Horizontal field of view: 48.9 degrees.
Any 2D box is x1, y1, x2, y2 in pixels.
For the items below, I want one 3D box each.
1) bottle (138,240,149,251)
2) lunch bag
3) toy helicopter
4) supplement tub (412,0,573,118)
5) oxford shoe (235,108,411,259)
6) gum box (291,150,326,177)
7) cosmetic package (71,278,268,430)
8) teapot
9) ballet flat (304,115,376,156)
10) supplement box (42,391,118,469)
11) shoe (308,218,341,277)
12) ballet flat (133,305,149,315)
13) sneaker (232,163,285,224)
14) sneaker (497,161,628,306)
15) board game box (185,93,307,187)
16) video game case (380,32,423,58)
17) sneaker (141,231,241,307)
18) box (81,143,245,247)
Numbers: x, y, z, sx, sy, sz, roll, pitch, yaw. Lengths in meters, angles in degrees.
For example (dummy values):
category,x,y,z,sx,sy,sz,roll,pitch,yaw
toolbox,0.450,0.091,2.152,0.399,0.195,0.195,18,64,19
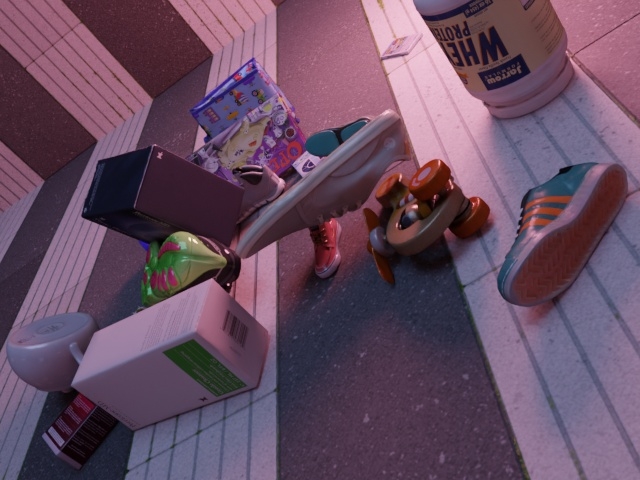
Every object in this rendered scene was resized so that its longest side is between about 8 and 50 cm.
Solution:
category,x,y,z,sx,sy,sz,roll,pitch,yaw
bottle,-0.416,-0.064,2.115,0.283,0.092,0.118,-45,32,-7
lunch bag,-0.252,-0.393,2.235,0.293,0.221,0.138,-35,29,10
toy helicopter,0.169,-0.056,1.418,0.235,0.140,0.355,-48,18,7
supplement tub,0.365,-0.440,1.459,0.235,0.325,0.235,-29,31,20
oxford shoe,0.012,-0.094,1.476,0.449,0.130,0.169,-39,7,0
gum box,0.016,-0.211,1.855,0.157,0.041,0.184,-39,30,1
cosmetic package,-0.314,0.246,1.475,0.365,0.197,0.155,-27,33,28
teapot,-0.681,0.314,1.842,0.252,0.187,0.256,-9,16,2
ballet flat,0.060,-0.263,1.784,0.213,0.072,0.068,-14,10,34
supplement box,-0.529,0.398,1.648,0.239,0.073,0.130,-52,32,-17
shoe,0.000,0.000,1.548,0.063,0.081,0.178,-26,33,26
ballet flat,-0.440,0.247,1.742,0.091,0.077,0.241,-37,30,7
sneaker,-0.221,-0.137,1.942,0.229,0.132,0.086,-33,30,13
sneaker,0.362,-0.013,1.123,0.302,0.108,0.121,-44,27,-21
board game box,-0.208,-0.241,2.024,0.347,0.208,0.056,-32,-9,16
video game case,0.244,-0.587,2.123,0.122,0.011,0.087,6,54,53
sneaker,-0.327,0.088,1.755,0.483,0.202,0.185,173,106,-66
box,-0.415,-0.097,1.849,0.294,0.296,0.182,-6,66,47
